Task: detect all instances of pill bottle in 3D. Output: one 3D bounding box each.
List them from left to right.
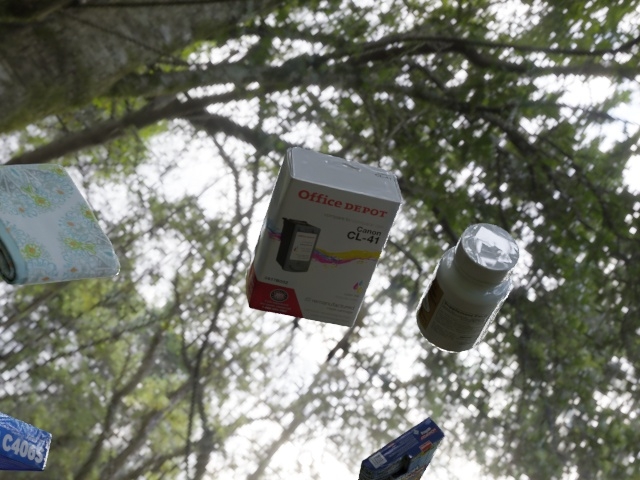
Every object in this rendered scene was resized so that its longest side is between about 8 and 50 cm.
[{"bbox_3d":[0.256,0.081,1.585,0.131,0.131,0.229,35,-39,15],"label":"pill bottle"}]

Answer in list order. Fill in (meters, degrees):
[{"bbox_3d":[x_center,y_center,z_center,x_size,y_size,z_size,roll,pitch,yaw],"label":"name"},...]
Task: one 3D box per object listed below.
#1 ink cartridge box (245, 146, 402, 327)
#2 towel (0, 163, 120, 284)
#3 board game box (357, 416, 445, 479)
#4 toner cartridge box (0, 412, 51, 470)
[{"bbox_3d":[0.000,0.000,1.776,0.226,0.131,0.306,12,-59,-13],"label":"ink cartridge box"},{"bbox_3d":[-0.724,-0.049,2.356,0.090,0.320,0.375,-50,-117,33],"label":"towel"},{"bbox_3d":[0.172,0.505,2.022,0.060,0.194,0.194,47,-29,31],"label":"board game box"},{"bbox_3d":[-0.641,0.328,1.592,0.165,0.075,0.348,-5,-27,19],"label":"toner cartridge box"}]
